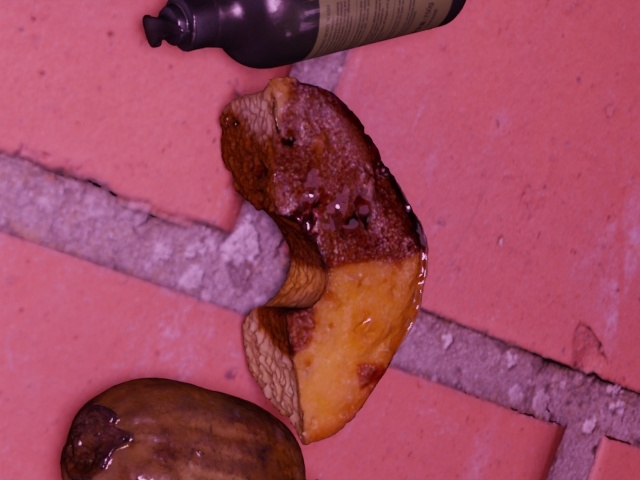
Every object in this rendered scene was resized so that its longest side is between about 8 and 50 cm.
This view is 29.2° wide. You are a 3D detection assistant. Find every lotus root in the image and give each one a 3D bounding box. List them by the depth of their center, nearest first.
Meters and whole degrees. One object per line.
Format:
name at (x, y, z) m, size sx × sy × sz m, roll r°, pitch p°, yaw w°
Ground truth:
lotus root at (-0.089, 0.195, 0.992) m, size 0.260 × 0.128 × 0.145 m, roll 26°, pitch 65°, yaw -39°

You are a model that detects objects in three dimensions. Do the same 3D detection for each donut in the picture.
donut at (0.000, 0.000, 1.030) m, size 0.151 × 0.112 × 0.295 m, roll -16°, pitch 109°, yaw -38°

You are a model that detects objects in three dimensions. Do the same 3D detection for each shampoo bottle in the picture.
shampoo bottle at (-0.013, -0.196, 0.985) m, size 0.284 × 0.101 × 0.101 m, roll -19°, pitch 110°, yaw -31°
